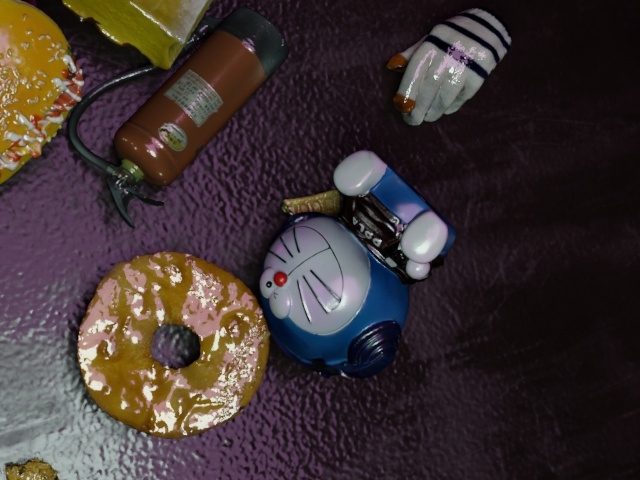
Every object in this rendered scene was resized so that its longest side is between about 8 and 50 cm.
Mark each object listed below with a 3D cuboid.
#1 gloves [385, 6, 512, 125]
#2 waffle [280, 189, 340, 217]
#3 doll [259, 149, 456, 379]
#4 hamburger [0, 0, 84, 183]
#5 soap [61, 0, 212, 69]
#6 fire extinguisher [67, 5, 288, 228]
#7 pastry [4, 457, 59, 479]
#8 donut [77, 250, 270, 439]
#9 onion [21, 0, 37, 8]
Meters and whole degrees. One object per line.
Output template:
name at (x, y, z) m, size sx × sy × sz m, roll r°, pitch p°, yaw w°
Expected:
gloves at (0.207, -0.287, 1.757) m, size 0.140 × 0.131 × 0.219 m, roll 49°, pitch 62°, yaw -4°
waffle at (0.000, 0.000, 1.701) m, size 0.098 × 0.023 × 0.152 m, roll -14°, pitch 89°, yaw -18°
doll at (0.044, 0.047, 1.576) m, size 0.310 × 0.240 × 0.284 m, roll -47°, pitch 56°, yaw 9°
hamburger at (-0.471, -0.198, 1.466) m, size 0.295 × 0.151 × 0.227 m, roll -44°, pitch 123°, yaw -6°
soap at (-0.257, -0.432, 1.582) m, size 0.259 × 0.143 × 0.281 m, roll 36°, pitch 54°, yaw -20°
fire extinguisher at (-0.228, -0.200, 1.624) m, size 0.200 × 0.113 × 0.376 m, roll 27°, pitch 68°, yaw 31°
pastry at (-0.390, 0.374, 1.505) m, size 0.080 × 0.056 × 0.140 m, roll -14°, pitch 94°, yaw -12°
donut at (-0.219, 0.154, 1.561) m, size 0.278 × 0.108 × 0.277 m, roll 3°, pitch 82°, yaw -19°
onion at (-0.464, -0.340, 1.549) m, size 0.115 × 0.104 × 0.115 m, roll 14°, pitch 68°, yaw -37°
